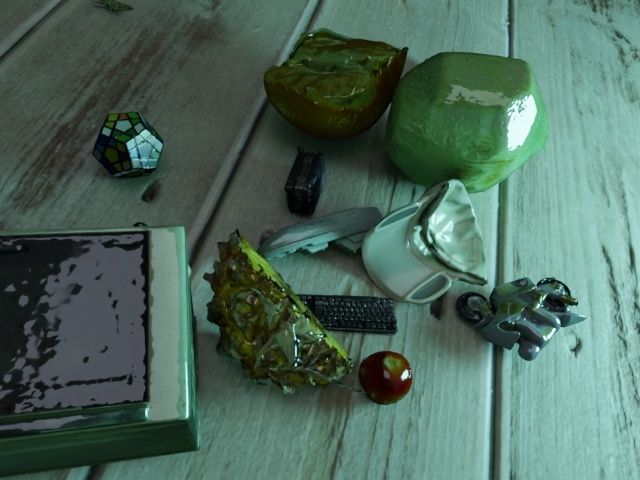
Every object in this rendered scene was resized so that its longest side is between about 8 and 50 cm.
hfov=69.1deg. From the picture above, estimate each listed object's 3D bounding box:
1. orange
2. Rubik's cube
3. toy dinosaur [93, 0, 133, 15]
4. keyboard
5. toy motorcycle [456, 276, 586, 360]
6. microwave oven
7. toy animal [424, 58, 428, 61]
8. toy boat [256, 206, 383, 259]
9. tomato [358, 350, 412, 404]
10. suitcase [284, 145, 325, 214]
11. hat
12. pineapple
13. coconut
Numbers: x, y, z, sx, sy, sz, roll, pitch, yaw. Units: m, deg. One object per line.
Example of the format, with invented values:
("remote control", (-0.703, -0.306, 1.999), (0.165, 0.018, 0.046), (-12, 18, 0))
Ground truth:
("orange", (0.031, -0.343, 1.015), (0.263, 0.196, 0.334), (22, 58, 8))
("Rubik's cube", (-0.364, -0.179, 0.885), (0.112, 0.133, 0.133), (20, 52, -31))
("toy dinosaur", (-0.528, -0.587, 1.161), (0.113, 0.026, 0.041), (-1, 51, -22))
("keyboard", (0.024, 0.126, 0.823), (0.231, 0.023, 0.072), (4, 55, -9))
("toy motorcycle", (0.372, 0.144, 0.849), (0.225, 0.073, 0.152), (-9, 51, -6))
("microwave oven", (-0.354, 0.134, 0.556), (0.394, 0.333, 0.247), (-2, 62, -14))
("toy animal", (0.331, -0.386, 1.188), (0.099, 0.057, 0.241), (-28, 66, -26))
("toy boat", (0.000, 0.000, 0.869), (0.261, 0.078, 0.085), (-16, 86, -22))
("tomato", (0.107, 0.218, 0.750), (0.087, 0.075, 0.087), (7, 54, -9))
("suitcase", (-0.030, -0.117, 0.929), (0.059, 0.086, 0.126), (9, 55, 12))
("hat", (0.196, 0.004, 0.893), (0.226, 0.219, 0.164), (-18, 17, 14))
("pineapple", (-0.095, 0.130, 0.705), (0.161, 0.158, 0.334), (-39, 80, -7))
("coconut", (0.301, -0.232, 0.941), (0.328, 0.328, 0.281), (12, 60, -4))
